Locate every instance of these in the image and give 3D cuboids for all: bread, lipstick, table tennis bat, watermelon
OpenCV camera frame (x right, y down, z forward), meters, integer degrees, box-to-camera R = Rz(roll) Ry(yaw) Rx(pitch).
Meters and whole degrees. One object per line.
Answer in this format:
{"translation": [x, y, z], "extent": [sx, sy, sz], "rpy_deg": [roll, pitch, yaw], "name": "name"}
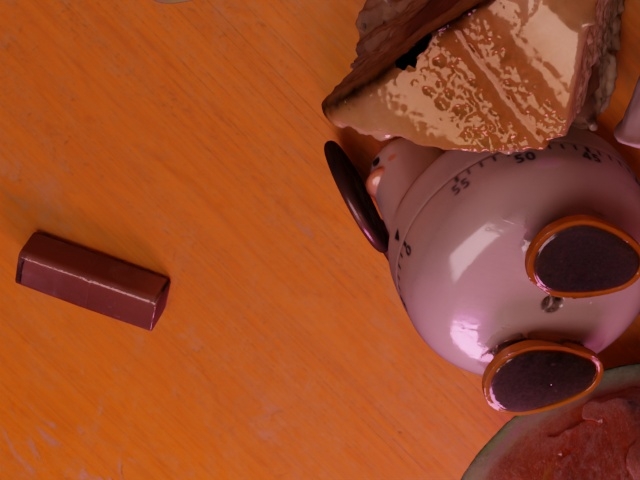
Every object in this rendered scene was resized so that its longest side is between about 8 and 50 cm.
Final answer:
{"translation": [0.134, -0.188, 1.561], "extent": [0.224, 0.183, 0.211], "rpy_deg": [15, 126, 7], "name": "bread"}
{"translation": [-0.223, 0.040, 1.941], "extent": [0.145, 0.045, 0.045], "rpy_deg": [19, 127, 6], "name": "lipstick"}
{"translation": [0.000, 0.000, 1.780], "extent": [0.119, 0.107, 0.170], "rpy_deg": [-27, 135, 9], "name": "table tennis bat"}
{"translation": [0.349, 0.236, 1.782], "extent": [0.292, 0.319, 0.222], "rpy_deg": [15, 103, -38], "name": "watermelon"}

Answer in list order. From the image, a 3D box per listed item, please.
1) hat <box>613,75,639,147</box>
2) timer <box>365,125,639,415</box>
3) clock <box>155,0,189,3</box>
{"translation": [0.319, -0.151, 1.540], "extent": [0.203, 0.203, 0.126], "rpy_deg": [-7, 105, 25], "name": "hat"}
{"translation": [0.167, -0.002, 1.700], "extent": [0.234, 0.240, 0.233], "rpy_deg": [-8, 128, -11], "name": "timer"}
{"translation": [-0.086, -0.249, 1.567], "extent": [0.170, 0.232, 0.069], "rpy_deg": [-13, 118, 27], "name": "clock"}
